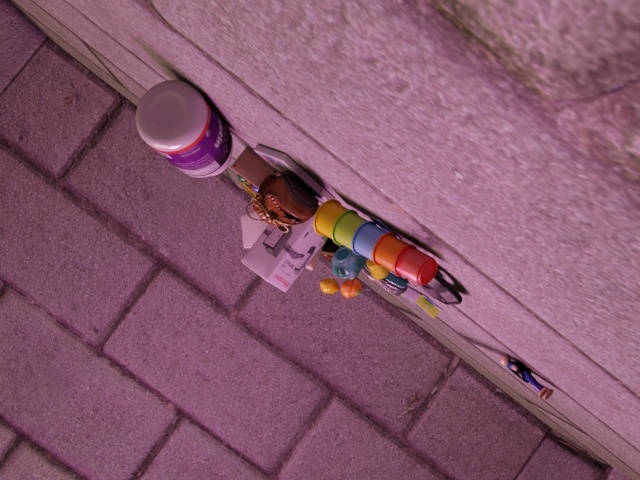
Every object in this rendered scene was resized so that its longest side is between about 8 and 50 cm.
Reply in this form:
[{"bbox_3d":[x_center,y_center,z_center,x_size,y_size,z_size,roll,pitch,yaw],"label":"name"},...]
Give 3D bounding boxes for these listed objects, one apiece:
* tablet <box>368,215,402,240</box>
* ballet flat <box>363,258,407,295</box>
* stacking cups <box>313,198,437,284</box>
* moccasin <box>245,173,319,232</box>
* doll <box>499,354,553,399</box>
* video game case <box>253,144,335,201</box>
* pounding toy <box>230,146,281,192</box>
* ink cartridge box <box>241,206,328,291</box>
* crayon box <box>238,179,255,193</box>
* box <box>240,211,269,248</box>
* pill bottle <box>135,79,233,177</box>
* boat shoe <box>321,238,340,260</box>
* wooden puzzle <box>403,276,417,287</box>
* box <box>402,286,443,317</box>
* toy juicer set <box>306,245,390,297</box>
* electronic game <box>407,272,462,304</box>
[{"bbox_3d":[0.149,-0.027,1.365,0.083,0.006,0.054,38,176,-24],"label":"tablet"},{"bbox_3d":[0.209,0.126,2.085,0.203,0.074,0.074,34,176,12],"label":"ballet flat"},{"bbox_3d":[0.125,0.004,1.342,0.316,0.096,0.096,29,172,37],"label":"stacking cups"},{"bbox_3d":[-0.110,-0.093,1.551,0.139,0.147,0.380,39,175,-24],"label":"moccasin"},{"bbox_3d":[0.643,0.423,1.894,0.129,0.046,0.189,29,-171,-41],"label":"doll"},{"bbox_3d":[-0.070,-0.171,1.536,0.183,0.023,0.201,40,176,-30],"label":"video game case"},{"bbox_3d":[-0.150,-0.164,1.818,0.206,0.094,0.181,37,176,17],"label":"pounding toy"},{"bbox_3d":[-0.099,0.010,1.957,0.121,0.289,0.211,36,176,21],"label":"ink cartridge box"},{"bbox_3d":[-0.189,-0.169,2.209,0.165,0.081,0.278,37,176,10],"label":"crayon box"},{"bbox_3d":[-0.144,-0.029,2.189,0.147,0.121,0.311,-12,169,25],"label":"box"},{"bbox_3d":[-0.342,-0.278,1.582,0.181,0.182,0.323,37,177,14],"label":"pill bottle"},{"bbox_3d":[0.000,0.000,2.429,0.307,0.111,0.104,24,166,29],"label":"boat shoe"},{"bbox_3d":[0.284,0.125,1.886,0.116,0.014,0.078,35,175,35],"label":"wooden puzzle"},{"bbox_3d":[0.351,0.215,2.137,0.109,0.042,0.178,39,177,-24],"label":"box"},{"bbox_3d":[0.070,0.095,2.039,0.329,0.209,0.089,32,165,48],"label":"toy juicer set"},{"bbox_3d":[0.246,0.081,1.446,0.229,0.048,0.229,39,176,3],"label":"electronic game"}]
